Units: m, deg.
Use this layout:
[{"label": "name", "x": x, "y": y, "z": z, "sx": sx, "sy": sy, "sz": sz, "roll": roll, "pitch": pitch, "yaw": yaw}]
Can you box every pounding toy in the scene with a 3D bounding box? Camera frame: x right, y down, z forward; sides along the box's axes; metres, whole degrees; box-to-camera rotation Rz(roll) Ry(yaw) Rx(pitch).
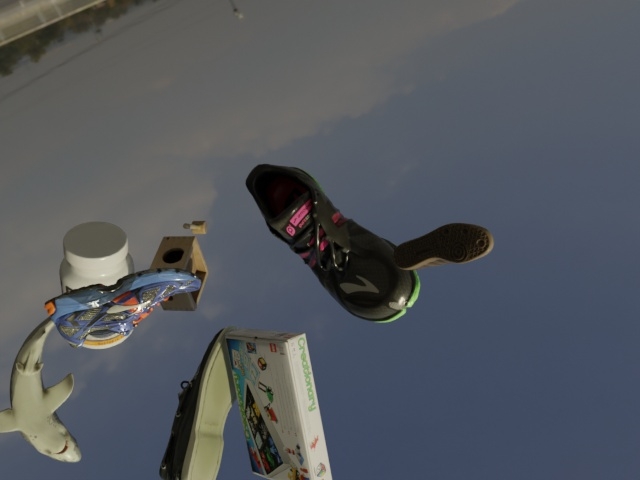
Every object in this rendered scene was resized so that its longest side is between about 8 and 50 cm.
[{"label": "pounding toy", "x": -0.337, "y": 0.031, "z": 1.358, "sx": 0.094, "sy": 0.181, "sz": 0.206, "roll": 0, "pitch": -136, "yaw": 9}]

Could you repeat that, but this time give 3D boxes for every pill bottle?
[{"label": "pill bottle", "x": -0.511, "y": 0.104, "z": 1.316, "sx": 0.162, "sy": 0.278, "sz": 0.162, "roll": 9, "pitch": -142, "yaw": -7}]

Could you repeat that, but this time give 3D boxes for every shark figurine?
[{"label": "shark figurine", "x": -0.466, "y": 0.216, "z": 0.946, "sx": 0.166, "sy": 0.278, "sz": 0.116, "roll": 9, "pitch": 170, "yaw": -24}]

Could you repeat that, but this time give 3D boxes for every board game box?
[{"label": "board game box", "x": -0.086, "y": 0.328, "z": 1.124, "sx": 0.193, "sy": 0.305, "sz": 0.053, "roll": -4, "pitch": -171, "yaw": 44}]

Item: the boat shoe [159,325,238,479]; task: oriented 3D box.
[{"label": "boat shoe", "x": -0.249, "y": 0.340, "z": 1.186, "sx": 0.113, "sy": 0.127, "sz": 0.340, "roll": -5, "pitch": -116, "yaw": 29}]

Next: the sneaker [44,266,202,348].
[{"label": "sneaker", "x": -0.284, "y": 0.095, "z": 0.852, "sx": 0.221, "sy": 0.087, "sz": 0.083, "roll": -16, "pitch": -174, "yaw": -14}]

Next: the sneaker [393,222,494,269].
[{"label": "sneaker", "x": 0.211, "y": 0.008, "z": 0.952, "sx": 0.071, "sy": 0.066, "sz": 0.188, "roll": -5, "pitch": 175, "yaw": -45}]

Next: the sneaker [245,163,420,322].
[{"label": "sneaker", "x": 0.000, "y": 0.000, "z": 1.199, "sx": 0.483, "sy": 0.202, "sz": 0.185, "roll": 41, "pitch": -78, "yaw": 31}]
